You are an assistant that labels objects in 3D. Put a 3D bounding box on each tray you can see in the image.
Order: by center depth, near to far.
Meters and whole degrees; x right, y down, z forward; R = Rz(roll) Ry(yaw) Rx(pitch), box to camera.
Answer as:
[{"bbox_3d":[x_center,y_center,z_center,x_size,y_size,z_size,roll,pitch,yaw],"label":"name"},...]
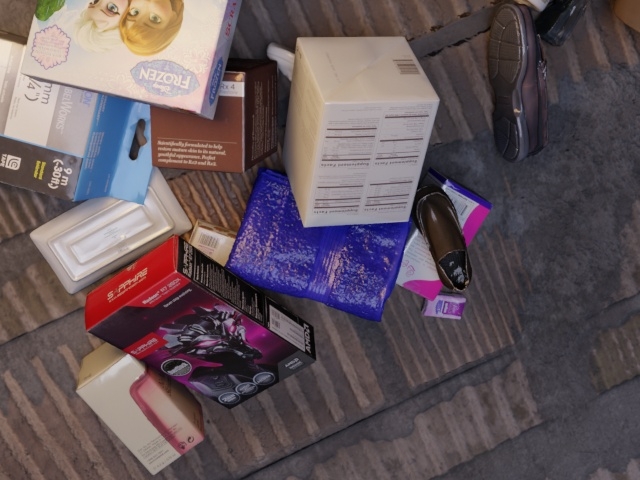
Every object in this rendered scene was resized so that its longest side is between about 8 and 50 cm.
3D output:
[{"bbox_3d":[-0.390,-0.016,1.738,0.270,0.030,0.145,-29,110,1],"label":"tray"}]

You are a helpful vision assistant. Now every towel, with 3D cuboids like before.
[{"bbox_3d":[0.000,0.000,1.703,0.308,0.076,0.227,16,71,1],"label":"towel"}]

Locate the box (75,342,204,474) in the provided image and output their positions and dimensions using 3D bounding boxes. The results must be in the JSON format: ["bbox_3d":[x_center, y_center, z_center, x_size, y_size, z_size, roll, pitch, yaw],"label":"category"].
[{"bbox_3d":[-0.341,0.303,1.783,0.127,0.148,0.232,-35,110,2],"label":"box"}]

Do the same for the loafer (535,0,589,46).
[{"bbox_3d":[0.469,-0.441,1.735,0.061,0.062,0.170,27,106,-39],"label":"loafer"}]

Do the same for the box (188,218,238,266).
[{"bbox_3d":[-0.096,0.045,1.786,0.324,0.063,0.067,19,104,-14],"label":"box"}]

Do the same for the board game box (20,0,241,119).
[{"bbox_3d":[-0.285,-0.379,1.467,0.319,0.066,0.317,13,90,13],"label":"board game box"}]

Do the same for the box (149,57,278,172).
[{"bbox_3d":[-0.177,-0.220,1.594,0.169,0.203,0.167,6,108,13],"label":"box"}]

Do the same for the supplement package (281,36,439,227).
[{"bbox_3d":[0.059,-0.188,1.607,0.198,0.199,0.262,-4,134,-15],"label":"supplement package"}]

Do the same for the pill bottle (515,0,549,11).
[{"bbox_3d":[0.401,-0.517,1.665,0.112,0.112,0.186,29,101,-16],"label":"pill bottle"}]

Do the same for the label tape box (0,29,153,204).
[{"bbox_3d":[-0.447,-0.204,1.613,0.334,0.106,0.240,15,103,-8],"label":"label tape box"}]

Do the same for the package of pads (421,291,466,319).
[{"bbox_3d":[0.249,0.131,1.886,0.083,0.032,0.050,8,109,-11],"label":"package of pads"}]

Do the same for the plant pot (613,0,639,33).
[{"bbox_3d":[0.647,-0.481,1.668,0.263,0.263,0.229,17,123,-14],"label":"plant pot"}]

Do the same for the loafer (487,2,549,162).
[{"bbox_3d":[0.380,-0.299,1.747,0.095,0.109,0.302,-18,117,-23],"label":"loafer"}]

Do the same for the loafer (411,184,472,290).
[{"bbox_3d":[0.233,-0.001,1.699,0.080,0.078,0.220,-26,110,0],"label":"loafer"}]

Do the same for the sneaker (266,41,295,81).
[{"bbox_3d":[-0.020,-0.275,1.694,0.212,0.080,0.094,31,105,-19],"label":"sneaker"}]

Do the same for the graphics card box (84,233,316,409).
[{"bbox_3d":[-0.211,0.160,1.696,0.233,0.094,0.371,-32,132,24],"label":"graphics card box"}]

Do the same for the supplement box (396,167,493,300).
[{"bbox_3d":[0.215,-0.012,1.793,0.111,0.114,0.220,28,100,-17],"label":"supplement box"}]
